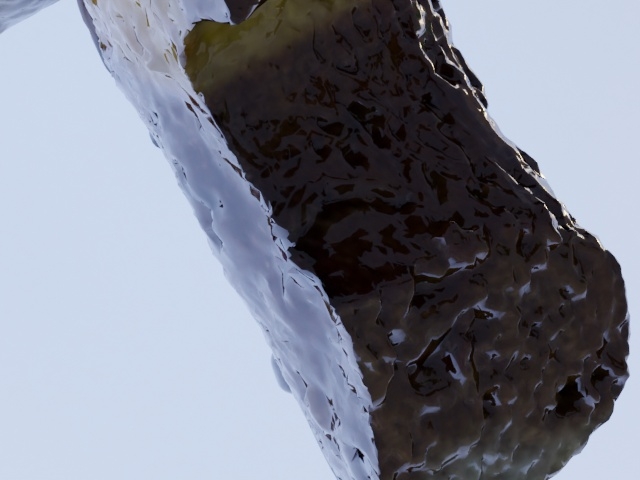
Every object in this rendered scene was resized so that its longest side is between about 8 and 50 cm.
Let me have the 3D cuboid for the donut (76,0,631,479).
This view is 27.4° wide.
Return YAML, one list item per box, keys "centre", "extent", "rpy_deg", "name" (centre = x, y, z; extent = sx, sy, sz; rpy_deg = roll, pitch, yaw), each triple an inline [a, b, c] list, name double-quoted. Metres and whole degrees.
- centre: [0.001, -0.053, 0.398]
  extent: [0.112, 0.151, 0.295]
  rpy_deg: [-23, -68, -15]
  name: "donut"

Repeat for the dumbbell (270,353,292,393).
- centre: [0.000, 0.000, 1.029]
  extent: [0.140, 0.124, 0.225]
  rpy_deg: [-32, -74, -56]
  name: "dumbbell"

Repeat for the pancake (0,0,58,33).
- centre: [-0.175, -0.156, 0.726]
  extent: [0.050, 0.242, 0.242]
  rpy_deg: [52, -134, -2]
  name: "pancake"
